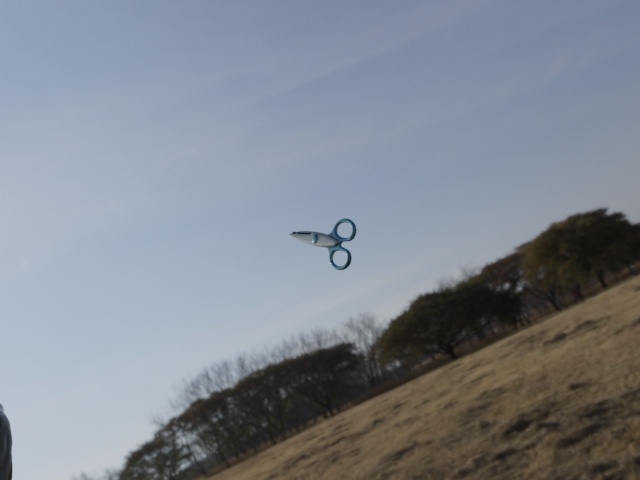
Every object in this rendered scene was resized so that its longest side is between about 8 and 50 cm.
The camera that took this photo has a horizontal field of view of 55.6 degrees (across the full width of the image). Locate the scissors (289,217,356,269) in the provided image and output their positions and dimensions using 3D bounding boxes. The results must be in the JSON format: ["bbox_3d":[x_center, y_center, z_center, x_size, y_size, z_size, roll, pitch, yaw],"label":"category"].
[{"bbox_3d":[0.000,0.000,0.703,0.014,0.058,0.119,9,1,-37],"label":"scissors"}]

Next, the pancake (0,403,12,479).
[{"bbox_3d":[-0.361,0.277,0.584,0.250,0.250,0.031,-33,-45,32],"label":"pancake"}]
